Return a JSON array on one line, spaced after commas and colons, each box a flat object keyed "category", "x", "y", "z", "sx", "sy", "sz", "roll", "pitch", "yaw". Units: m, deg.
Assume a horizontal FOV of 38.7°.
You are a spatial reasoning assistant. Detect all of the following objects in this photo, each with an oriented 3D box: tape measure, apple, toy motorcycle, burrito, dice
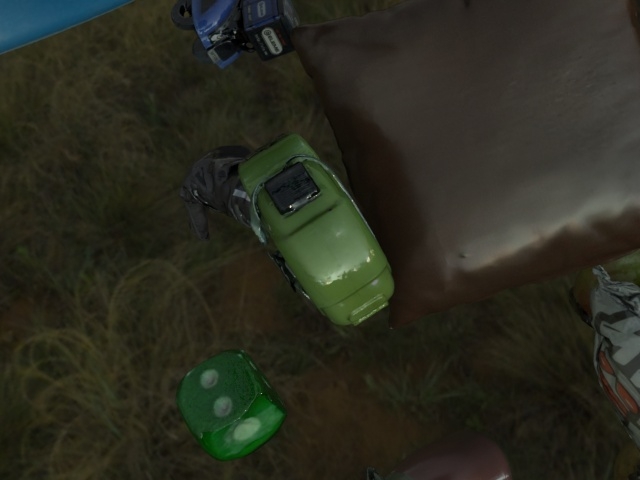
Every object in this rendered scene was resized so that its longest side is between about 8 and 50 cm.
[{"category": "tape measure", "x": 0.000, "y": 0.000, "z": 0.778, "sx": 0.087, "sy": 0.177, "sz": 0.154, "roll": -35, "pitch": 12, "yaw": -1}, {"category": "apple", "x": 0.454, "y": 0.073, "z": 1.246, "sx": 0.207, "sy": 0.174, "sz": 0.188, "roll": 2, "pitch": 10, "yaw": 40}, {"category": "toy motorcycle", "x": -0.132, "y": -0.427, "z": 1.496, "sx": 0.212, "sy": 0.125, "sz": 0.359, "roll": -17, "pitch": 52, "yaw": 12}, {"category": "burrito", "x": 0.438, "y": 0.215, "z": 1.083, "sx": 0.139, "sy": 0.101, "sz": 0.445, "roll": -33, "pitch": 80, "yaw": -13}, {"category": "dice", "x": -0.137, "y": 0.250, "z": 1.387, "sx": 0.131, "sy": 0.128, "sz": 0.120, "roll": -37, "pitch": 57, "yaw": -1}]

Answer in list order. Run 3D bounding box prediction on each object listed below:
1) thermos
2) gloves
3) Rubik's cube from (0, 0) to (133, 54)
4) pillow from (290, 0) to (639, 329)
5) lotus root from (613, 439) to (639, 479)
[{"category": "thermos", "x": 0.170, "y": 0.404, "z": 1.399, "sx": 0.265, "sy": 0.146, "sz": 0.176, "roll": -8, "pitch": 71, "yaw": -48}, {"category": "gloves", "x": -0.101, "y": -0.062, "z": 1.128, "sx": 0.142, "sy": 0.119, "sz": 0.285, "roll": -9, "pitch": 3, "yaw": -30}, {"category": "Rubik's cube", "x": -0.295, "y": -0.419, "z": 0.834, "sx": 0.351, "sy": 0.352, "sz": 0.347, "roll": -35, "pitch": 51, "yaw": -20}, {"category": "pillow", "x": 0.158, "y": -0.102, "z": 0.834, "sx": 0.307, "sy": 0.305, "sz": 0.108, "roll": -19, "pitch": 8, "yaw": 11}, {"category": "lotus root", "x": 0.577, "y": 0.416, "z": 1.542, "sx": 0.182, "sy": 0.310, "sz": 0.183, "roll": -1, "pitch": 69, "yaw": 1}]
